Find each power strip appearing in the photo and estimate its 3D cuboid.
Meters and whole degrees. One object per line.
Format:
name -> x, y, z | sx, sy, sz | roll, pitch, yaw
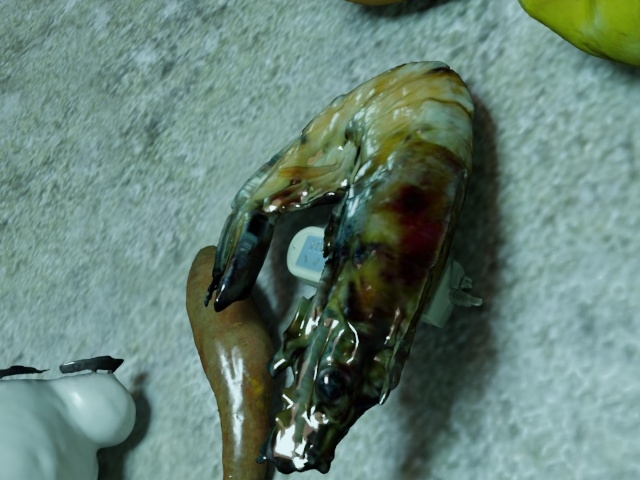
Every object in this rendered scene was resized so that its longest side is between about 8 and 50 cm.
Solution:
power strip -> 0.042, 0.025, 0.573 | 0.191, 0.030, 0.047 | 14, 75, 45

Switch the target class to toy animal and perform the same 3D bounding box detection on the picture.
toy animal -> -0.270, 0.283, 0.608 | 0.258, 0.194, 0.357 | -14, 72, 7

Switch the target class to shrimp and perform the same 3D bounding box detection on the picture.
shrimp -> 0.000, 0.000, 0.553 | 0.233, 0.071, 0.365 | -15, 42, 37

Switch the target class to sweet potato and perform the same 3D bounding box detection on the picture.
sweet potato -> -0.072, 0.093, 0.616 | 0.078, 0.058, 0.255 | -44, 46, 35

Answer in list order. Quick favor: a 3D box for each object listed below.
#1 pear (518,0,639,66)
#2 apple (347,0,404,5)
pear -> 0.210, -0.205, 0.456 | 0.200, 0.200, 0.200 | -20, 54, 31
apple -> 0.045, -0.333, 0.640 | 0.242, 0.241, 0.242 | -29, 34, 22
